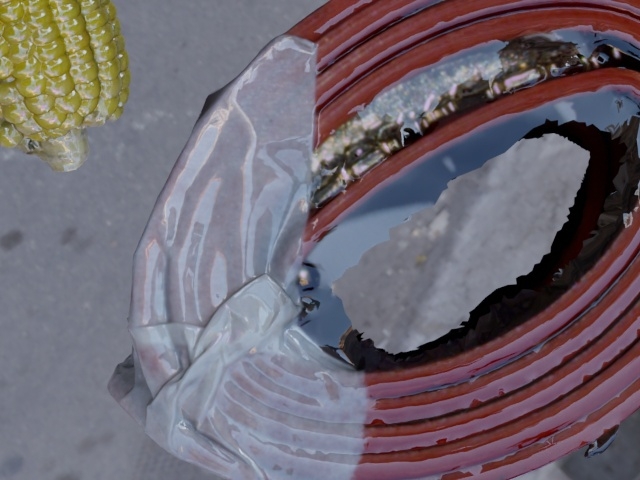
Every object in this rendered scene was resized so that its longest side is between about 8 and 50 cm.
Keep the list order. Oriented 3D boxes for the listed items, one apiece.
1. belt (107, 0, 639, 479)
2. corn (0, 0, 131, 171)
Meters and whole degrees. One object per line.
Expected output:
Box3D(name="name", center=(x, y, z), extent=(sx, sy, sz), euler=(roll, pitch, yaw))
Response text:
Box3D(name="belt", center=(0.053, 0.000, 0.577), extent=(0.324, 0.227, 0.115), euler=(-36, 177, -4))
Box3D(name="corn", center=(-0.220, -0.207, 0.853), extent=(0.130, 0.130, 0.347), euler=(-26, 121, -23))
